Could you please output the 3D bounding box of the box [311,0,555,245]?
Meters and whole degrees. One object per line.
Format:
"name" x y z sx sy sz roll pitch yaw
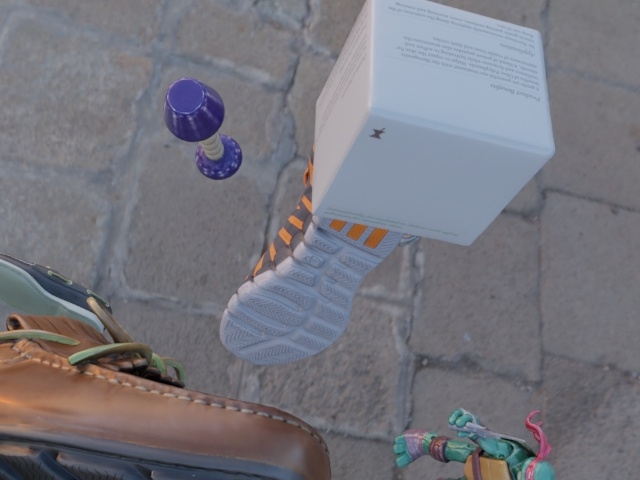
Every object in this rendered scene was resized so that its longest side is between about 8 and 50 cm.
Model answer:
"box" 0.057 -0.064 0.490 0.101 0.102 0.087 11 57 -14

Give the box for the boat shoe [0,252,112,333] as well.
"boat shoe" -0.448 0.083 1.457 0.228 0.081 0.068 33 34 -10

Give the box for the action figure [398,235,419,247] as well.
"action figure" 0.139 -0.084 1.358 0.276 0.164 0.141 -3 60 -15

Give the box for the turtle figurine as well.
"turtle figurine" 0.185 0.269 1.015 0.118 0.234 0.175 -9 85 -31

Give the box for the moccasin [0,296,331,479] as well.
"moccasin" -0.164 0.104 0.557 0.380 0.139 0.147 0 42 32

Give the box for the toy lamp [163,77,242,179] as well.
"toy lamp" -0.154 -0.144 1.183 0.080 0.274 0.080 -1 79 3

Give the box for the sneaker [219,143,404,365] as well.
"sneaker" 0.000 0.000 1.022 0.124 0.321 0.180 31 34 -18
